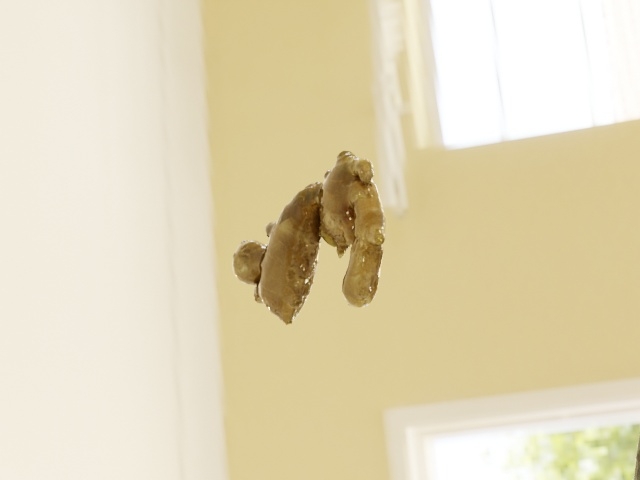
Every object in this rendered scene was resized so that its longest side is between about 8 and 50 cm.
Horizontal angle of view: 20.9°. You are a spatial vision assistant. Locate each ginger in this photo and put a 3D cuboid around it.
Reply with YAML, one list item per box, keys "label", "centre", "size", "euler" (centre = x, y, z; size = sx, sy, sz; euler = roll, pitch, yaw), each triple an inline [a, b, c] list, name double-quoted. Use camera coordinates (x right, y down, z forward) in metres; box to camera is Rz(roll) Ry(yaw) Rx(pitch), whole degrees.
- label: "ginger"
  centre: [0.000, 0.000, 1.500]
  size: [0.053, 0.193, 0.176]
  euler: [8, -71, -39]

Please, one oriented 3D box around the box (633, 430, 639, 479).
- label: "box"
  centre: [0.449, 0.222, 1.778]
  size: [0.106, 0.264, 0.336]
  euler: [48, 158, 33]
